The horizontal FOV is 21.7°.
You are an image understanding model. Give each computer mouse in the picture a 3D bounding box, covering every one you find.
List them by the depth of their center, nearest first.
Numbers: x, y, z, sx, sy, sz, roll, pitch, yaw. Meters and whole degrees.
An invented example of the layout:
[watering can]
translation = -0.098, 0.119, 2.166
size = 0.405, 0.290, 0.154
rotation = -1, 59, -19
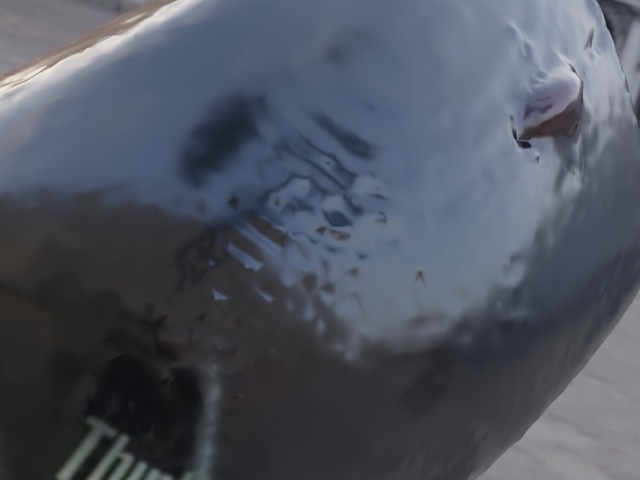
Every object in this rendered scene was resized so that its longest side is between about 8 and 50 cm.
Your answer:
[computer mouse]
translation = 0.000, 0.000, 0.482
size = 0.269, 0.170, 0.100
rotation = -37, 22, -33
